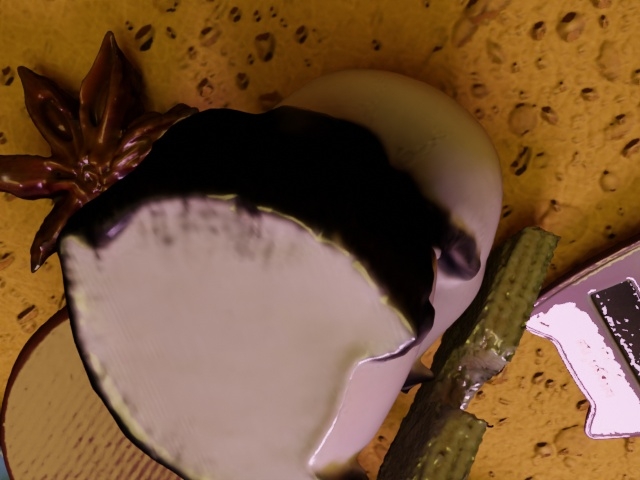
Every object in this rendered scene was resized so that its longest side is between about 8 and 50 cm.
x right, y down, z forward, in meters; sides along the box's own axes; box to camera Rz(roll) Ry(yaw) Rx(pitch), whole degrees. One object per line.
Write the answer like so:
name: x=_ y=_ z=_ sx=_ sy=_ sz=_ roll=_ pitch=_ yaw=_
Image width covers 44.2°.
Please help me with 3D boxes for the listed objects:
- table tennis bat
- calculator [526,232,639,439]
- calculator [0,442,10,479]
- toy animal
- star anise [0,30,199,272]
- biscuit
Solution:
table tennis bat: x=-0.068 y=0.196 z=0.672 sx=0.414 sy=0.051 sz=0.268 roll=33 pitch=91 yaw=-14
calculator: x=0.328 y=0.059 z=0.646 sx=0.294 sy=0.043 sz=0.194 roll=-26 pitch=107 yaw=27
calculator: x=-0.403 y=0.256 z=0.874 sx=0.292 sy=0.051 sz=0.173 roll=19 pitch=118 yaw=1
toy animal: x=0.000 y=0.000 z=0.540 sx=0.250 sy=0.310 sz=0.251 roll=7 pitch=113 yaw=17
star anise: x=-0.188 y=-0.063 z=0.657 sx=0.196 sy=0.111 sz=0.213 roll=24 pitch=109 yaw=-8
biscuit: x=0.115 y=0.113 z=0.638 sx=0.046 sy=0.147 sz=0.250 roll=27 pitch=72 yaw=3
